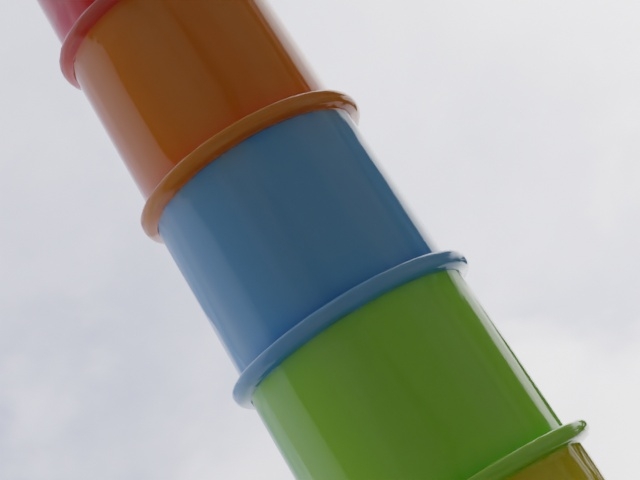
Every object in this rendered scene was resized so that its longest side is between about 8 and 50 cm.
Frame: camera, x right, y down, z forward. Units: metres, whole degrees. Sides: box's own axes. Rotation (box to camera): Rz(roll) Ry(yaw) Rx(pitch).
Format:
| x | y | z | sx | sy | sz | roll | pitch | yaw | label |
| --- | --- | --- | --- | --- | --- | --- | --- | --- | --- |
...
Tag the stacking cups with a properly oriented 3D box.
| x | y | z | sx | sy | sz | roll | pitch | yaw | label |
| --- | --- | --- | --- | --- | --- | --- | --- | --- | --- |
| 0.000 | 0.000 | 0.477 | 0.096 | 0.096 | 0.316 | -25 | -105 | -18 | stacking cups |
